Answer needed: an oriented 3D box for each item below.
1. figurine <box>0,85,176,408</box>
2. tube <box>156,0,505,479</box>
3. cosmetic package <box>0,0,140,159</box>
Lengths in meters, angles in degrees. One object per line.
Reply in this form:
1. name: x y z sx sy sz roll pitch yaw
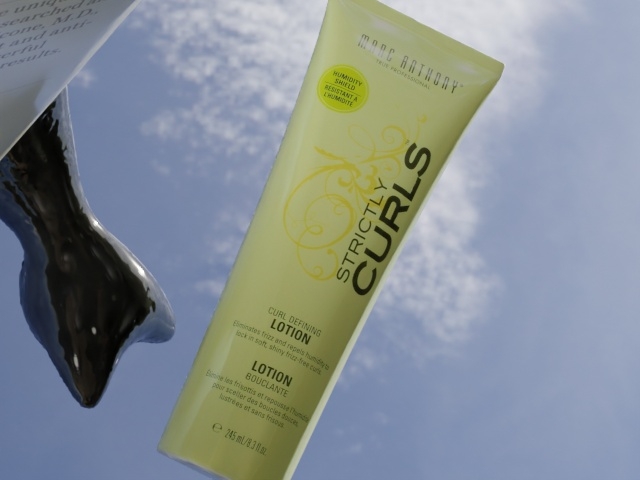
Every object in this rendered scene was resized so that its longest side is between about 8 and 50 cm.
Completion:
1. figurine: -0.165 0.014 0.593 0.215 0.092 0.209 -46 -59 -39
2. tube: 0.000 0.000 0.658 0.070 0.062 0.240 39 -109 -47
3. cosmetic package: -0.126 -0.151 0.339 0.156 0.385 0.217 -22 -98 -35
